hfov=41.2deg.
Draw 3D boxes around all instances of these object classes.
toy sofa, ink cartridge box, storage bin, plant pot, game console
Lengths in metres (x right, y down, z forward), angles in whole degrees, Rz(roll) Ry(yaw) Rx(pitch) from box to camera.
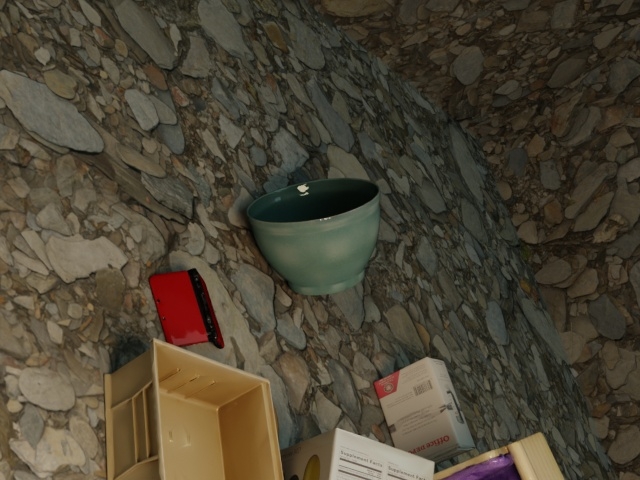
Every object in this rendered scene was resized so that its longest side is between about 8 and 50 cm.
[{"bbox_3d":[0.272,0.501,1.608,0.177,0.362,0.150,-2,64,-48],"label":"toy sofa"},{"bbox_3d":[0.236,0.399,1.944,0.092,0.158,0.218,21,45,-52],"label":"ink cartridge box"},{"bbox_3d":[-0.192,0.324,1.317,0.262,0.123,0.260,30,38,-45],"label":"storage bin"},{"bbox_3d":[0.000,0.000,1.862,0.293,0.293,0.196,-52,135,-62],"label":"plant pot"},{"bbox_3d":[-0.242,0.132,1.555,0.124,0.085,0.144,78,-8,-69],"label":"game console"}]

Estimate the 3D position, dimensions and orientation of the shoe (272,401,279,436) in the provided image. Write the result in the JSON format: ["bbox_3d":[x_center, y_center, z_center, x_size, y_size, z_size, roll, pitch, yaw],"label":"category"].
[{"bbox_3d":[-0.113,0.346,1.482,0.058,0.076,0.219,29,40,-53],"label":"shoe"}]

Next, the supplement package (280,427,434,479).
[{"bbox_3d":[0.037,0.470,1.357,0.198,0.199,0.263,24,56,-23],"label":"supplement package"}]
